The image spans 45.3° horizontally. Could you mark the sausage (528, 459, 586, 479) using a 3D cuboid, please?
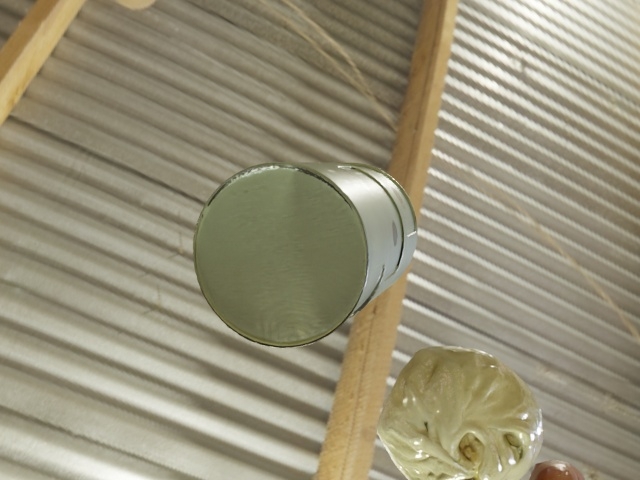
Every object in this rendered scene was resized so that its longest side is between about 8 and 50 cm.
[{"bbox_3d":[0.142,0.151,0.449,0.042,0.158,0.036,37,-92,25],"label":"sausage"}]

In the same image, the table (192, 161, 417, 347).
[{"bbox_3d":[0.000,0.000,0.608,0.126,0.126,0.220,54,-164,5],"label":"table"}]

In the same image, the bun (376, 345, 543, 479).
[{"bbox_3d":[0.192,0.260,1.049,0.231,0.133,0.231,0,-86,5],"label":"bun"}]
